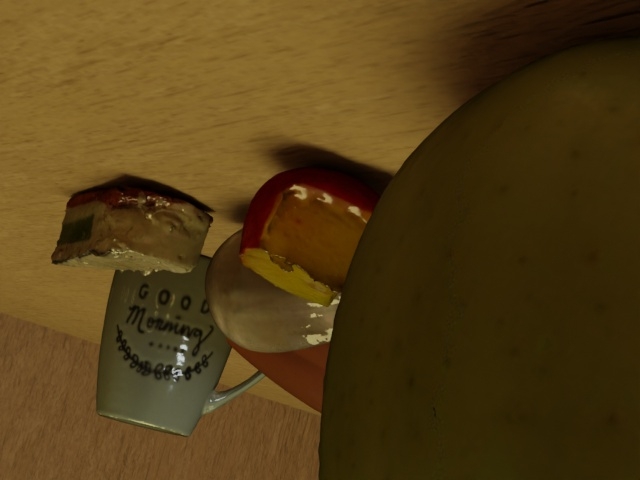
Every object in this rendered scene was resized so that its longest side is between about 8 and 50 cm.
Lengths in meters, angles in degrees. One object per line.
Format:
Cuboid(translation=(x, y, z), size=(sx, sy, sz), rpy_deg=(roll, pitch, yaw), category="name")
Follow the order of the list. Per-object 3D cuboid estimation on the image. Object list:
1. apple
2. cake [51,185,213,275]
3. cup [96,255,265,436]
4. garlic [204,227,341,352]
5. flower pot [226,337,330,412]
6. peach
Cuboid(translation=(0.212, 0.118, 0.646), size=(0.474, 0.473, 0.473), rpy_deg=(14, 167, 3), category="apple")
Cuboid(translation=(-0.240, -0.016, 1.266), size=(0.220, 0.086, 0.117), rpy_deg=(6, 165, 30), category="cake")
Cuboid(translation=(-0.174, 0.149, 1.574), size=(0.258, 0.234, 0.186), rpy_deg=(12, 167, 1), category="cup")
Cuboid(translation=(-0.014, 0.038, 1.155), size=(0.318, 0.143, 0.112), rpy_deg=(0, 130, 35), category="garlic")
Cuboid(translation=(-0.008, 0.104, 1.351), size=(0.173, 0.190, 0.190), rpy_deg=(21, 170, 20), category="flower pot")
Cuboid(translation=(-0.004, -0.005, 1.005), size=(0.151, 0.118, 0.151), rpy_deg=(-24, 174, -3), category="peach")
